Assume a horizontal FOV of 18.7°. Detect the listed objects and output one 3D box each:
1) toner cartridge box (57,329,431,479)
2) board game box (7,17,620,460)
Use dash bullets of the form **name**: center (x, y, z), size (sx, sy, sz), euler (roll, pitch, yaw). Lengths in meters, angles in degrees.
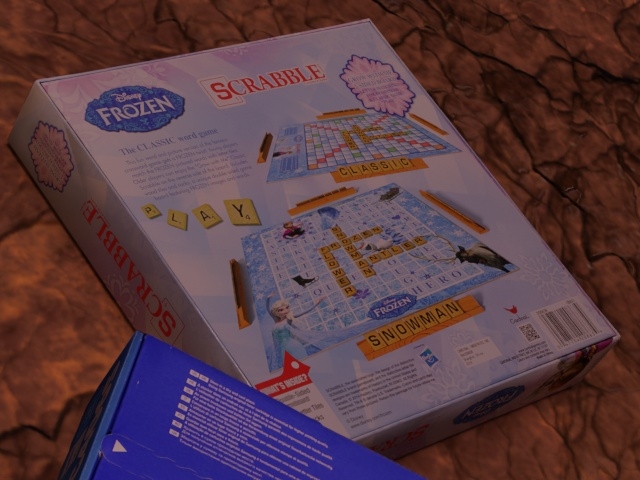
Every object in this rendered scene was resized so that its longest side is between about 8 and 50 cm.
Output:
- **toner cartridge box**: center (0.026, 0.197, 0.985), size (0.348, 0.075, 0.165), euler (28, 39, -10)
- **board game box**: center (0.000, 0.000, 1.329), size (0.318, 0.066, 0.318), euler (-15, 61, -42)
